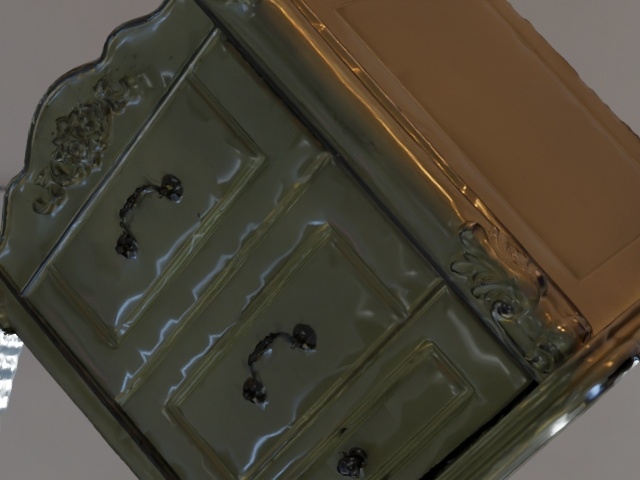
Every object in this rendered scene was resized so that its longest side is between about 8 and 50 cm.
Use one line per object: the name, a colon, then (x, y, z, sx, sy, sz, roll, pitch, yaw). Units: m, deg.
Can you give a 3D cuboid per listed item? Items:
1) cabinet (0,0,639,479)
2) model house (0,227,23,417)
cabinet: (0.000, 0.000, 0.856, 0.318, 0.227, 0.290, 48, -54, 9)
model house: (-0.464, 0.072, 1.345, 0.382, 0.334, 0.343, -22, -97, 3)
